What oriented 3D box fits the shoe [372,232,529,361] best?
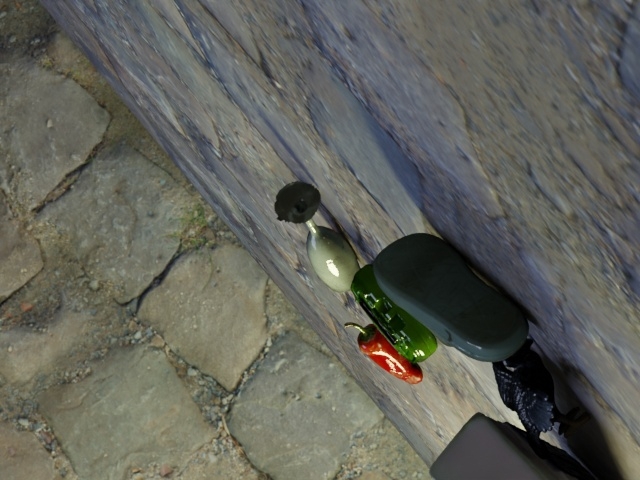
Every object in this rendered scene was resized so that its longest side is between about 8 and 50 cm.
[{"bbox_3d":[0.120,0.065,1.526,0.195,0.079,0.078,36,151,50],"label":"shoe"}]

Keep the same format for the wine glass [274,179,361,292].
[{"bbox_3d":[0.000,0.000,2.152,0.066,0.066,0.198,47,174,34],"label":"wine glass"}]

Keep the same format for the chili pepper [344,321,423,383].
[{"bbox_3d":[0.100,0.163,2.454,0.191,0.050,0.059,40,180,-41],"label":"chili pepper"}]

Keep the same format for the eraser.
[{"bbox_3d":[0.217,0.255,1.646,0.130,0.086,0.287,43,-175,27],"label":"eraser"}]

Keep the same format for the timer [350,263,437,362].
[{"bbox_3d":[0.090,0.094,2.112,0.140,0.047,0.128,50,174,6],"label":"timer"}]

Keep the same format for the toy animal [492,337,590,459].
[{"bbox_3d":[0.194,0.142,1.535,0.108,0.062,0.220,52,180,-15],"label":"toy animal"}]
